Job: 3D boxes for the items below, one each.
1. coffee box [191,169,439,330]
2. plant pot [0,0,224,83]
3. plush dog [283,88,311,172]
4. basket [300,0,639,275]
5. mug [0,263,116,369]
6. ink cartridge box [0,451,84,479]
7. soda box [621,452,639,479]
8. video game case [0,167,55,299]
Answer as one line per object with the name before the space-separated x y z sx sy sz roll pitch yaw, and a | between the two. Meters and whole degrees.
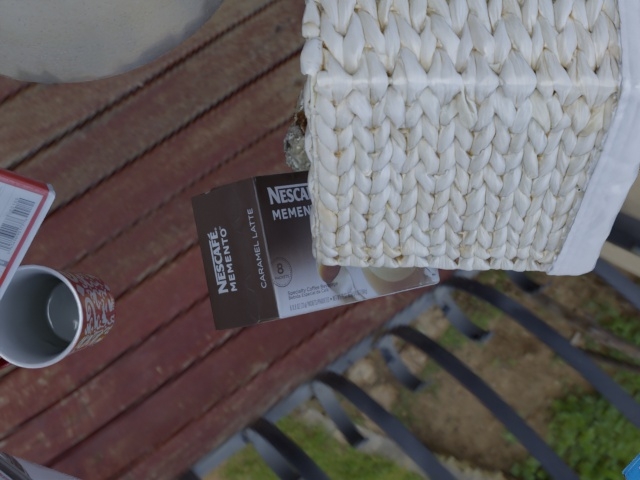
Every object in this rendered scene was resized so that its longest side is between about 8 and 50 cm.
coffee box | 0.000 0.000 1.249 0.246 0.098 0.141 -8 86 -46
plant pot | -0.167 -0.254 0.673 0.256 0.274 0.257 0 78 -1
plush dog | 0.022 -0.106 1.652 0.210 0.262 0.226 -9 102 -8
basket | 0.121 -0.174 1.042 0.266 0.328 0.331 0 154 2
mug | -0.319 0.085 1.398 0.150 0.169 0.113 -11 89 7
ink cartridge box | -0.292 0.292 1.044 0.395 0.285 0.166 32 85 -42
soda box | 0.209 0.036 0.425 0.071 0.067 0.210 23 112 -45
video game case | -0.421 -0.007 1.144 0.285 0.025 0.204 20 110 -35
